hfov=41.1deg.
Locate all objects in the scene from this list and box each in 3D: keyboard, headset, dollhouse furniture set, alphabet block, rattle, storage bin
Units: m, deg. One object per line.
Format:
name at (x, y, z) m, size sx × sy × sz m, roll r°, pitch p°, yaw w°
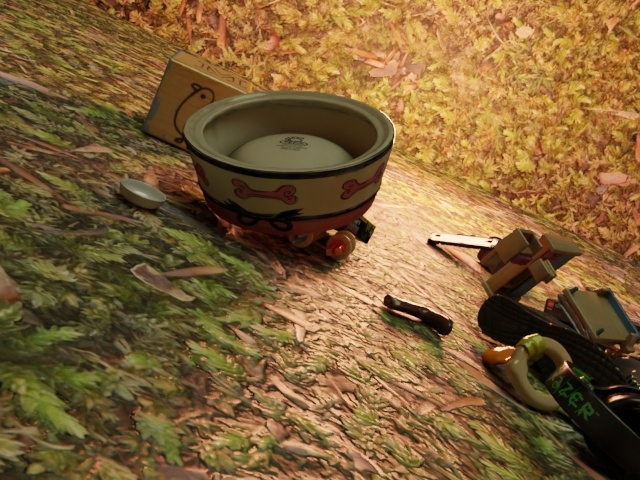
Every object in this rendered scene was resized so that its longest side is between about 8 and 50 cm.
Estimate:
keyboard at (0.376, 0.003, 2.240) m, size 0.180 × 0.023 × 0.108 m, roll 8°, pitch 17°, yaw 16°
headset at (0.507, 0.298, 1.264) m, size 0.394 × 0.185 × 0.243 m, roll 38°, pitch 10°, yaw -23°
dollhouse furniture set at (0.507, 0.162, 1.882) m, size 0.286 × 0.198 × 0.303 m, roll 7°, pitch 47°, yaw -47°
alphabet block at (-0.287, -0.316, 2.013) m, size 0.197 × 0.193 × 0.193 m, roll 22°, pitch 17°, yaw -9°
rattle at (0.386, 0.264, 1.484) m, size 0.199 × 0.142 × 0.130 m, roll 39°, pitch 46°, yaw -9°
storage bin at (0.500, 0.056, 2.263) m, size 0.135 × 0.098 × 0.091 m, roll 21°, pitch 26°, yaw -18°

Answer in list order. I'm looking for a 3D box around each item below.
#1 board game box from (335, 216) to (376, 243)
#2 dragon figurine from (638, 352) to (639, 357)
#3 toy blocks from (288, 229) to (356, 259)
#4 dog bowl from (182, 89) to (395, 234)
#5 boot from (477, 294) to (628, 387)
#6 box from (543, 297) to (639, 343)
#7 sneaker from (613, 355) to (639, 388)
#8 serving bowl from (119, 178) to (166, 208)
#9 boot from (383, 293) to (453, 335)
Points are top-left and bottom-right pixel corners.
board game box at (0.020, -0.061, 1.803) m, size 0.141 × 0.048 × 0.170 m, roll 23°, pitch -7°, yaw 35°
dragon figurine at (0.753, 0.293, 1.879) m, size 0.085 × 0.144 × 0.289 m, roll 30°, pitch 35°, yaw 8°
toy blocks at (0.000, 0.000, 1.680) m, size 0.123 × 0.054 × 0.148 m, roll 28°, pitch 15°, yaw 9°
dog bowl at (-0.060, -0.154, 1.664) m, size 0.407 × 0.151 × 0.408 m, roll 1°, pitch 30°, yaw 0°
boot at (0.485, 0.215, 1.665) m, size 0.338 × 0.118 × 0.222 m, roll 43°, pitch 16°, yaw 35°
box at (0.679, 0.191, 2.068) m, size 0.233 × 0.044 × 0.159 m, roll 18°, pitch 8°, yaw 35°
sneaker at (0.640, 0.297, 1.697) m, size 0.098 × 0.083 × 0.224 m, roll 12°, pitch 21°, yaw -28°
serving bowl at (-0.310, -0.076, 1.474) m, size 0.083 × 0.027 × 0.083 m, roll 25°, pitch 15°, yaw -7°
boot at (0.175, 0.132, 1.557) m, size 0.114 × 0.037 × 0.106 m, roll 23°, pitch 2°, yaw -22°
